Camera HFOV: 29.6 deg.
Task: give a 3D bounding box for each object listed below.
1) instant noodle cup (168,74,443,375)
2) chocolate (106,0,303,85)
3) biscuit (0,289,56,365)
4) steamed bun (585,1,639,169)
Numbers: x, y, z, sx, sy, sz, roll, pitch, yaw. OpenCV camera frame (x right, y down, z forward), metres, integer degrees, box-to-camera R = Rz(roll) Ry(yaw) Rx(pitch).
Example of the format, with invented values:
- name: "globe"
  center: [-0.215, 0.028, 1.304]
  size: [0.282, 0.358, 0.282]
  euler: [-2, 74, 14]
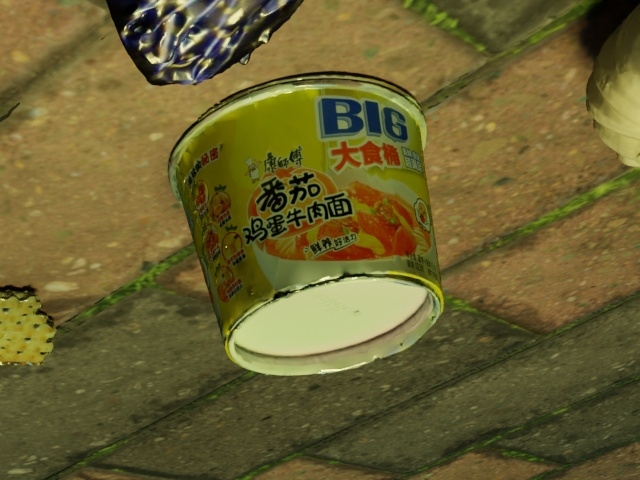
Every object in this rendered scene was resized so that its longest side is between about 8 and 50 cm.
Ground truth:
- name: "instant noodle cup"
  center: [0.000, 0.000, 0.881]
  size: [0.205, 0.153, 0.205]
  euler: [-11, 153, -6]
- name: "chocolate"
  center: [0.041, -0.197, 0.577]
  size: [0.343, 0.126, 0.148]
  euler: [-25, 109, 15]
- name: "biscuit"
  center: [-0.316, 0.073, 1.026]
  size: [0.203, 0.016, 0.144]
  euler: [4, 148, -28]
- name: "steamed bun"
  center: [0.266, -0.119, 0.821]
  size: [0.182, 0.106, 0.183]
  euler: [-11, 156, -5]
